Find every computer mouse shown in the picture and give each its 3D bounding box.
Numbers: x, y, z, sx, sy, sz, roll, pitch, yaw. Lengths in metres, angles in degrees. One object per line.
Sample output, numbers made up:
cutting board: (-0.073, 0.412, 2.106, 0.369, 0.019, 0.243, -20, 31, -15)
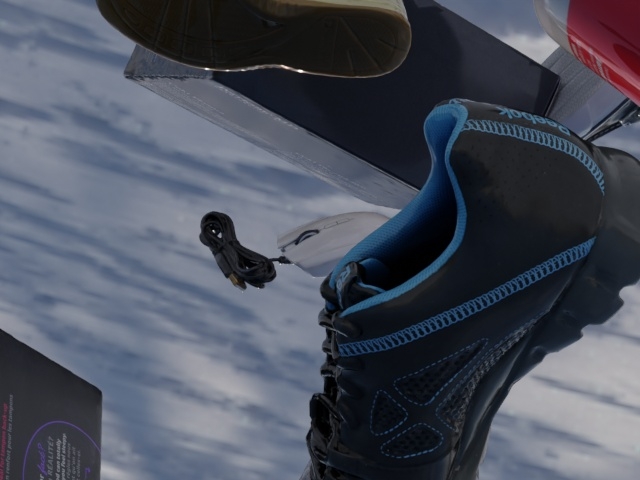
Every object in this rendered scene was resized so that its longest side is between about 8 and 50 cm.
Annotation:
computer mouse: (0.000, 0.000, 1.336, 0.193, 0.042, 0.106, -5, -153, -21)

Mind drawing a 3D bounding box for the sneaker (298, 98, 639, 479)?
sneaker: (0.041, 0.072, 0.879, 0.140, 0.341, 0.125, 24, -165, -28)

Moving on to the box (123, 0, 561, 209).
box: (0.015, -0.173, 1.637, 0.343, 0.179, 0.312, 27, 176, -24)

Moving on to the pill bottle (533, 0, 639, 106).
pill bottle: (0.376, -0.148, 1.192, 0.408, 0.229, 0.229, 43, -178, 32)

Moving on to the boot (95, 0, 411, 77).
boot: (-0.055, -0.238, 1.337, 0.262, 0.203, 0.095, 6, 132, -6)

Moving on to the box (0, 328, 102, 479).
box: (-0.287, 0.142, 1.072, 0.143, 0.165, 0.270, -20, 144, 23)

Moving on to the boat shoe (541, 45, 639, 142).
boat shoe: (0.332, -0.170, 1.576, 0.119, 0.121, 0.335, 33, 126, -28)
